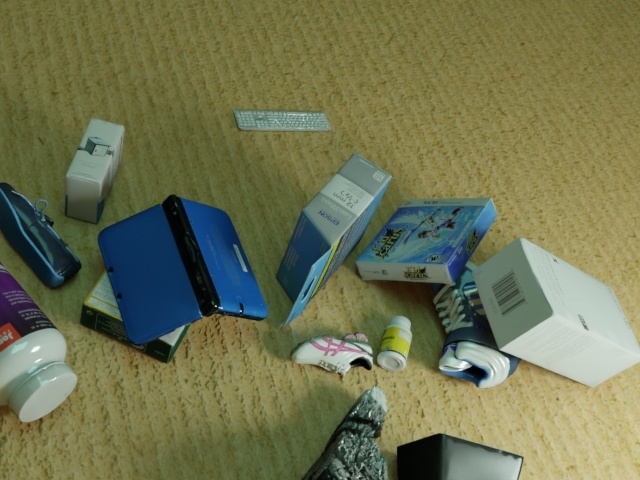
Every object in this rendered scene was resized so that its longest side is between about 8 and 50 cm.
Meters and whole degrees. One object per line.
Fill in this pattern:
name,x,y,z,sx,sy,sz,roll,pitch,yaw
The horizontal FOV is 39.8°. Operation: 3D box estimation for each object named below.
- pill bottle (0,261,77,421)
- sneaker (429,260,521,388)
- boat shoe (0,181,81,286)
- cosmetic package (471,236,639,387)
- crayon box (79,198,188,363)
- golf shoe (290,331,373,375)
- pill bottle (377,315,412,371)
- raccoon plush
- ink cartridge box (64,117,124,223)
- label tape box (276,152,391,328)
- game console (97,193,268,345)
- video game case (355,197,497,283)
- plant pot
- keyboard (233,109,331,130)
pill bottle,-0.601,0.177,1.643,0.323,0.181,0.181,44,51,18
sneaker,0.312,0.187,1.993,0.323,0.130,0.236,46,47,11
boat shoe,-0.604,-0.015,1.870,0.089,0.109,0.258,-29,82,-43
cosmetic package,0.532,0.168,1.972,0.385,0.156,0.217,21,41,-39
crayon box,-0.340,0.081,1.881,0.203,0.083,0.323,25,49,1
golf shoe,0.028,0.247,1.887,0.186,0.067,0.086,-3,55,-22
pill bottle,0.167,0.226,1.955,0.065,0.065,0.116,21,48,-2
raccoon plush,0.128,0.488,1.650,0.299,0.216,0.446,39,49,3
ink cartridge box,-0.505,-0.157,1.977,0.082,0.140,0.191,13,49,-7
label tape box,0.000,0.000,1.956,0.115,0.249,0.348,35,49,10
game console,-0.285,0.070,1.837,0.250,0.173,0.293,17,41,-49
video game case,0.251,-0.005,2.081,0.244,0.061,0.269,-1,35,38
plant pot,0.256,0.486,1.698,0.187,0.188,0.167,19,64,-16
keyboard,-0.100,-0.318,2.338,0.255,0.014,0.072,-2,53,-21
